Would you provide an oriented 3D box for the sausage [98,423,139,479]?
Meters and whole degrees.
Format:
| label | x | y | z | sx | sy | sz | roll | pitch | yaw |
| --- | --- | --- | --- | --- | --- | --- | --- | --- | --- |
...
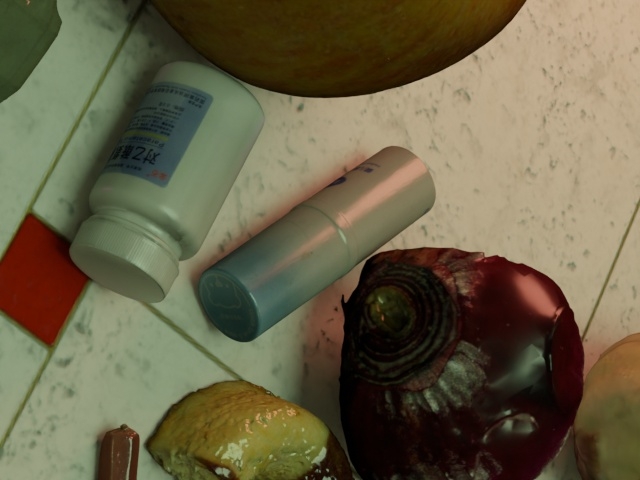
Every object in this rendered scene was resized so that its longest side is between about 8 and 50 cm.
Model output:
| label | x | y | z | sx | sy | sz | roll | pitch | yaw |
| --- | --- | --- | --- | --- | --- | --- | --- | --- | --- |
| sausage | -0.170 | 0.226 | 1.560 | 0.030 | 0.035 | 0.147 | 6 | 84 | -43 |

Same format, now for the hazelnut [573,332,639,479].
| label | x | y | z | sx | sy | sz | roll | pitch | yaw |
| --- | --- | --- | --- | --- | --- | --- | --- | --- | --- |
| hazelnut | 0.391 | 0.213 | 1.934 | 0.261 | 0.261 | 0.241 | 26 | 43 | -40 |

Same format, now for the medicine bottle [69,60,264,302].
| label | x | y | z | sx | sy | sz | roll | pitch | yaw |
| --- | --- | --- | --- | --- | --- | --- | --- | --- | --- |
| medicine bottle | -0.128 | -0.049 | 1.552 | 0.103 | 0.103 | 0.187 | 43 | 63 | -34 |

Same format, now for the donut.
| label | x | y | z | sx | sy | sz | roll | pitch | yaw |
| --- | --- | --- | --- | --- | --- | --- | --- | --- | --- |
| donut | -0.042 | 0.206 | 1.644 | 0.217 | 0.085 | 0.141 | 46 | 61 | -31 |

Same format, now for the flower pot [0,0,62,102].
| label | x | y | z | sx | sy | sz | roll | pitch | yaw |
| --- | --- | --- | --- | --- | --- | --- | --- | --- | --- |
| flower pot | -0.318 | -0.218 | 1.289 | 0.259 | 0.290 | 0.290 | 34 | 68 | -49 |

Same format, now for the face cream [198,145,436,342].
| label | x | y | z | sx | sy | sz | roll | pitch | yaw |
| --- | --- | --- | --- | --- | --- | --- | --- | --- | --- |
| face cream | 0.000 | 0.000 | 1.687 | 0.250 | 0.077 | 0.077 | -36 | 114 | -38 |

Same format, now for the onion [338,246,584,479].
| label | x | y | z | sx | sy | sz | roll | pitch | yaw |
| --- | --- | --- | --- | --- | --- | --- | --- | --- | --- |
| onion | 0.136 | 0.137 | 1.687 | 0.216 | 0.206 | 0.207 | 45 | 48 | -52 |

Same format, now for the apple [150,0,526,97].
| label | x | y | z | sx | sy | sz | roll | pitch | yaw |
| --- | --- | --- | --- | --- | --- | --- | --- | --- | --- |
| apple | 0.022 | -0.314 | 1.534 | 0.400 | 0.333 | 0.400 | 1 | 88 | -42 |
